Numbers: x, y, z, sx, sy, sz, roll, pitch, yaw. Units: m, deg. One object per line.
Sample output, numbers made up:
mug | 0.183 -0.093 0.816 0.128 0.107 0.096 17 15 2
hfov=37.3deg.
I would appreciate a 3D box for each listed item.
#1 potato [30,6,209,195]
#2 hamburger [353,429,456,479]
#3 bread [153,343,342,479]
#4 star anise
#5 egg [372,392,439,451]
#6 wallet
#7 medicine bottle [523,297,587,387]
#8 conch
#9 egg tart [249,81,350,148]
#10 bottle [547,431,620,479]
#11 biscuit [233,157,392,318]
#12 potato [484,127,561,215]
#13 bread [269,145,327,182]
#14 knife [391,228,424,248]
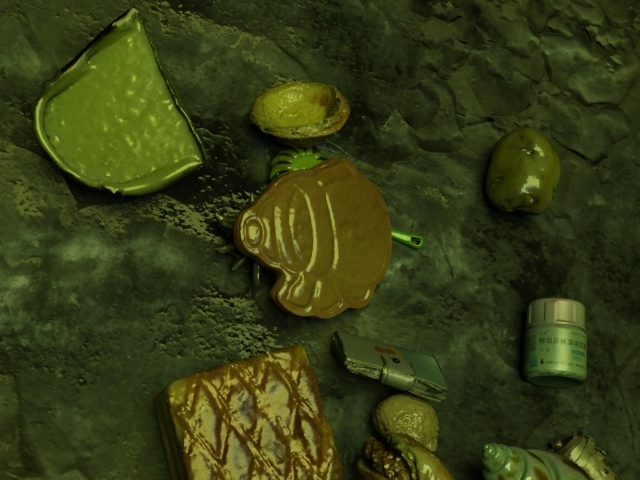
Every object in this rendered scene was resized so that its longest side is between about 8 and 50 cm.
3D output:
potato | -0.400 -0.231 1.852 0.280 0.213 0.330 -27 93 -6
hamburger | 0.188 0.480 1.754 0.144 0.259 0.283 -42 110 -5
bread | -0.136 0.357 1.725 0.279 0.207 0.279 -10 78 -19
star anise | -0.128 0.002 1.917 0.204 0.061 0.180 23 74 -11
egg | 0.171 0.361 1.876 0.140 0.116 0.118 23 45 -7
wallet | 0.136 0.253 1.887 0.231 0.170 0.069 17 104 -13
medicine bottle | 0.500 0.218 2.020 0.135 0.135 0.168 12 69 -14
conch | 0.430 0.539 1.865 0.368 0.197 0.249 43 86 5
egg tart | -0.040 -0.258 1.988 0.212 0.090 0.212 -3 38 2
bottle | 0.549 0.469 1.978 0.099 0.099 0.152 -32 81 -24
biscuit | 0.000 0.000 1.916 0.351 0.057 0.312 -17 90 -31
potato | 0.454 -0.152 2.119 0.154 0.137 0.200 16 70 -12
bread | -0.039 -0.140 1.991 0.139 0.071 0.130 -25 78 -24
knife | 0.146 -0.023 2.038 0.166 0.022 0.078 19 84 -11
